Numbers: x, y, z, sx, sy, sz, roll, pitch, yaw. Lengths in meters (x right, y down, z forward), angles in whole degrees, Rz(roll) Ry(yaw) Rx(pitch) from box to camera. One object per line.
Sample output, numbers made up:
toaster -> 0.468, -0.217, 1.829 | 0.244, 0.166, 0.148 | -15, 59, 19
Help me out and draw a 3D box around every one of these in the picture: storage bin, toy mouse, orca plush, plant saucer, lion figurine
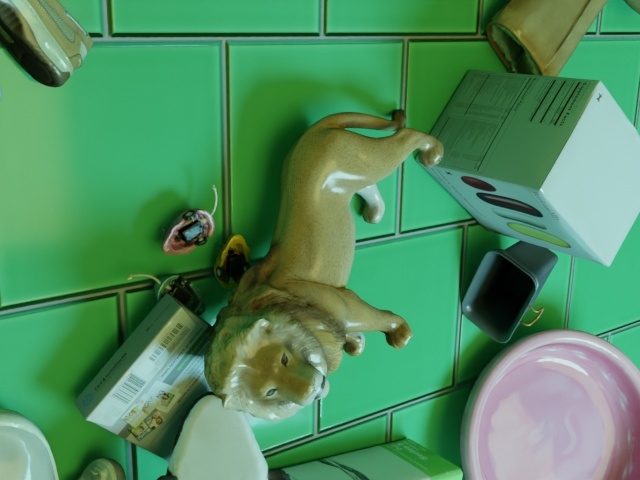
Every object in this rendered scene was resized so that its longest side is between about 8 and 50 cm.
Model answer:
storage bin -> 0.274, 0.064, 1.105 | 0.091, 0.098, 0.135 | -31, 149, -37
toy mouse -> -0.141, 0.022, 0.836 | 0.143, 0.031, 0.161 | -14, 115, -34
orca plush -> -0.095, 0.306, 0.818 | 0.151, 0.102, 0.287 | -19, 76, -20
plant saucer -> 0.351, 0.299, 1.192 | 0.332, 0.084, 0.332 | 2, 82, -17
lion figurine -> 0.000, 0.000, 0.859 | 0.240, 0.142, 0.392 | 20, 69, -40

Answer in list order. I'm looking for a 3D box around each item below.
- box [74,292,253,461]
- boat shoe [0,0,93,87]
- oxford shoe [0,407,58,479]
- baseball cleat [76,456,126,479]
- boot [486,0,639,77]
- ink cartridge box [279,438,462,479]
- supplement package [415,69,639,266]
box -> -0.144, 0.161, 0.852 | 0.145, 0.038, 0.186 | -50, 132, -5
boat shoe -> -0.261, -0.221, 0.663 | 0.072, 0.068, 0.190 | -56, 139, -25
oxford shoe -> -0.326, 0.379, 0.748 | 0.169, 0.130, 0.449 | 7, 98, -36
baseball cleat -> -0.223, 0.321, 0.855 | 0.109, 0.072, 0.206 | 1, 108, -51
boot -> 0.365, -0.310, 1.089 | 0.236, 0.089, 0.269 | 42, 78, -27
ink cartridge box -> 0.039, 0.388, 1.029 | 0.273, 0.115, 0.198 | -1, 103, -37
supplement package -> 0.273, -0.094, 1.004 | 0.194, 0.203, 0.149 | 37, 80, -37
